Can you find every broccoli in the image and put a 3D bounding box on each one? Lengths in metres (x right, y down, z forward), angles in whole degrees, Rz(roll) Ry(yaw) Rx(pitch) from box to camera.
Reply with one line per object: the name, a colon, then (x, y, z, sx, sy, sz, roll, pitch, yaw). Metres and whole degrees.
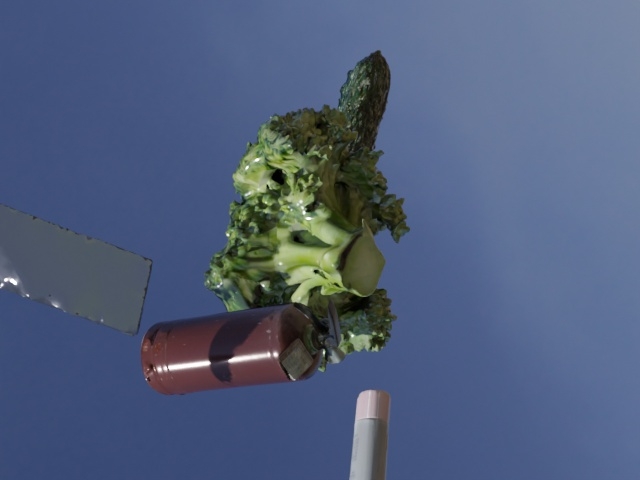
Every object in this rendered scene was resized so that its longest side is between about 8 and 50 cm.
broccoli: (-0.009, 0.009, 1.760, 0.277, 0.338, 0.317, 19, -148, -33)

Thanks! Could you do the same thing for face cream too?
face cream: (0.075, 0.330, 1.787, 0.057, 0.084, 0.198, 9, -111, -3)

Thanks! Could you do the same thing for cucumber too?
cucumber: (0.047, -0.164, 2.067, 0.096, 0.096, 0.359, 23, -101, -41)

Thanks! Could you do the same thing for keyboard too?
keyboard: (-0.234, 0.016, 0.993, 0.196, 0.074, 0.015, 19, -166, 11)

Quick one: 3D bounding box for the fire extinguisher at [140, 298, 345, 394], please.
fire extinguisher: (-0.084, 0.123, 1.390, 0.105, 0.269, 0.105, 23, -117, -54)
